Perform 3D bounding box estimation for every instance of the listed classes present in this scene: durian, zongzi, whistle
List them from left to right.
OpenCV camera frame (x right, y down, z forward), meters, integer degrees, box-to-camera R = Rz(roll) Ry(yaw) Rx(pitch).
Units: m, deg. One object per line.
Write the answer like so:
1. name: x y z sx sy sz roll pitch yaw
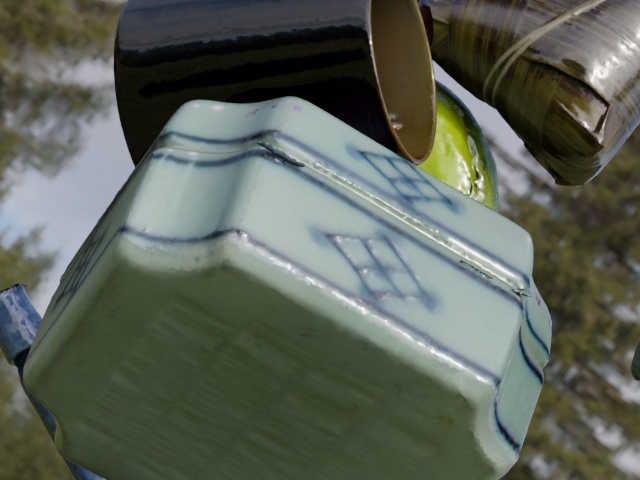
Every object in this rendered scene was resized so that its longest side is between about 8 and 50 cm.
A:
1. whistle: -0.278 0.189 1.849 0.304 0.062 0.062 58 -8 14
2. durian: 0.078 -0.049 1.401 0.250 0.139 0.101 68 8 27
3. zongzi: 0.202 -0.203 1.382 0.241 0.247 0.111 41 -18 13

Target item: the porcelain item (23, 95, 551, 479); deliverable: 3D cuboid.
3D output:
1. porcelain item: -0.020 0.062 1.060 0.281 0.157 0.286 30 -42 -9

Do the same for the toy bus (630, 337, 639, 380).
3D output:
1. toy bus: 0.372 0.102 1.101 0.194 0.162 0.323 7 21 -33

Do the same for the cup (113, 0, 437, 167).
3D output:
1. cup: -0.020 -0.134 1.168 0.177 0.239 0.166 -9 -47 20
